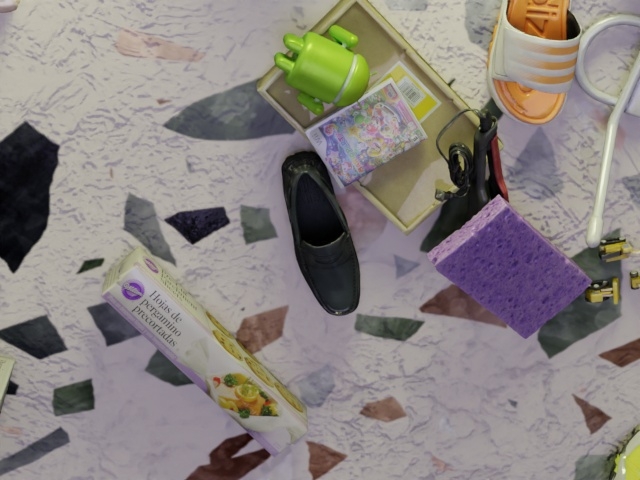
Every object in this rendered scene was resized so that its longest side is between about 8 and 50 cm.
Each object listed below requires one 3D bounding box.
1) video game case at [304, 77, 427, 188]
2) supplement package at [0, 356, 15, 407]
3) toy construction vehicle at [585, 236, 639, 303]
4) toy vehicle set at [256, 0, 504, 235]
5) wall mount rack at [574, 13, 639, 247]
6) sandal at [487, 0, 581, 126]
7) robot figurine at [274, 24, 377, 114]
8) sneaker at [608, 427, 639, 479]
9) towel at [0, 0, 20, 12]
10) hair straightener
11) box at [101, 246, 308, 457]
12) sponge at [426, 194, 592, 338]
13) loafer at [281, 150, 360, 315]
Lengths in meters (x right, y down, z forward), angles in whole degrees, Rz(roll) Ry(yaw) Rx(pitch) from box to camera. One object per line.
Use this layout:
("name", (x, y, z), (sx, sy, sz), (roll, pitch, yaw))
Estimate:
("video game case", (0.054, -0.127, 1.515), (0.122, 0.011, 0.087), (-30, 111, 9))
("supplement package", (-0.540, 0.238, 1.563), (0.263, 0.199, 0.198), (16, 110, -10))
("toy construction vehicle", (0.390, 0.041, 1.635), (0.098, 0.035, 0.086), (-6, 113, -1))
("toy vehicle set", (0.073, -0.151, 1.534), (0.166, 0.035, 0.267), (-42, 109, 13))
("wall mount rack", (0.458, -0.121, 1.522), (0.350, 0.130, 0.304), (16, 110, -9))
("sandal", (0.254, -0.255, 1.481), (0.102, 0.076, 0.265), (0, 112, -4))
("robot figurine", (0.005, -0.195, 1.454), (0.115, 0.067, 0.101), (23, 104, -13))
("sneaker", (0.567, 0.287, 1.689), (0.385, 0.147, 0.145), (-24, 114, 7))
("towel", (-0.512, -0.395, 1.385), (0.332, 0.053, 0.317), (-2, 113, -2))
("hair straightener", (0.182, -0.067, 1.522), (0.089, 0.047, 0.230), (-23, 138, -10))
("box", (-0.143, 0.146, 1.626), (0.063, 0.067, 0.324), (-40, 108, 11))
("sponge", (0.239, 0.036, 1.587), (0.117, 0.031, 0.210), (-42, 129, 14))
("loafer", (0.000, 0.000, 1.567), (0.076, 0.078, 0.223), (-15, 113, 3))
